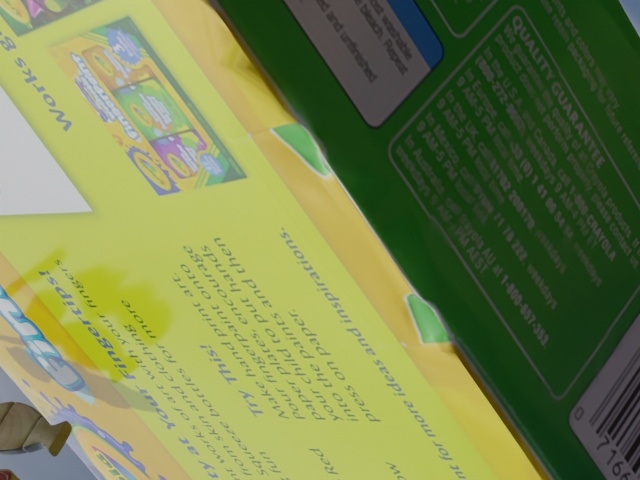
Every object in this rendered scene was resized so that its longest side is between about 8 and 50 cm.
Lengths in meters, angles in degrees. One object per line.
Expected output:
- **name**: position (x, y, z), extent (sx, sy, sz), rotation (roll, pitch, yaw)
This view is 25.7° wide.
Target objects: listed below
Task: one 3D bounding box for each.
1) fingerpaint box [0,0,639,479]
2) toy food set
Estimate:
- **fingerpaint box**: position (-0.049, -0.040, 0.612), extent (0.163, 0.371, 0.444), rotation (-48, -66, -30)
- **toy food set**: position (-0.181, 0.110, 0.690), extent (0.078, 0.122, 0.019), rotation (-55, -44, -27)
